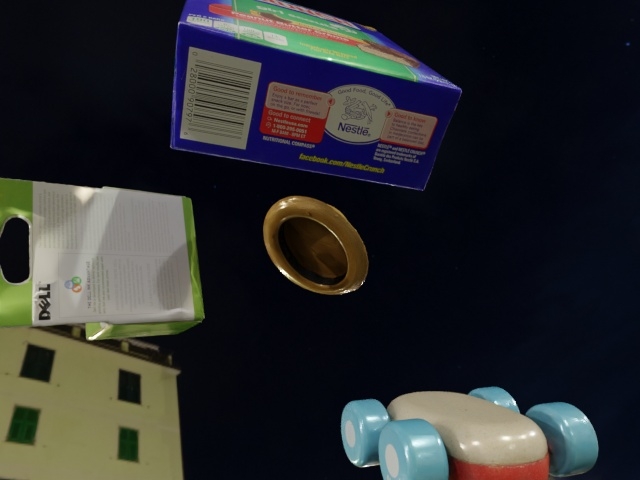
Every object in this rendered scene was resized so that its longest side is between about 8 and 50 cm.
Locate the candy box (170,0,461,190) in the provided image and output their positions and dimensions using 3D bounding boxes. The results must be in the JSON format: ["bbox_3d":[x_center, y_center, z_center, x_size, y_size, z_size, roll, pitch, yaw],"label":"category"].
[{"bbox_3d":[-0.027,-0.200,0.548,0.268,0.317,0.122,7,-58,-17],"label":"candy box"}]

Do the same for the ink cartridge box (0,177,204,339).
[{"bbox_3d":[-0.297,0.030,0.602,0.255,0.189,0.097,4,-24,-40],"label":"ink cartridge box"}]

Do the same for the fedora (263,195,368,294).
[{"bbox_3d":[0.000,0.000,0.763,0.194,0.079,0.194,15,-52,19],"label":"fedora"}]

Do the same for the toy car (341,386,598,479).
[{"bbox_3d":[0.156,0.300,0.502,0.219,0.210,0.238,2,-99,-18],"label":"toy car"}]
